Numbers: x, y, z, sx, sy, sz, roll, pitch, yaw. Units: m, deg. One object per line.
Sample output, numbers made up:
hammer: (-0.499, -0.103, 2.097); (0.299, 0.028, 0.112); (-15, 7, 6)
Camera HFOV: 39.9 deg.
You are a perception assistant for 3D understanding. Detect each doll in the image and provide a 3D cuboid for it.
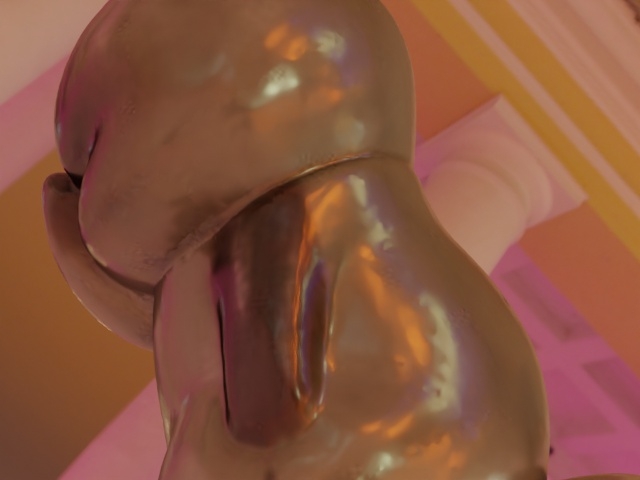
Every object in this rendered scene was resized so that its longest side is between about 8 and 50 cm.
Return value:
doll: (-0.018, 0.025, 0.447); (0.370, 0.226, 0.215); (63, -5, 13)
